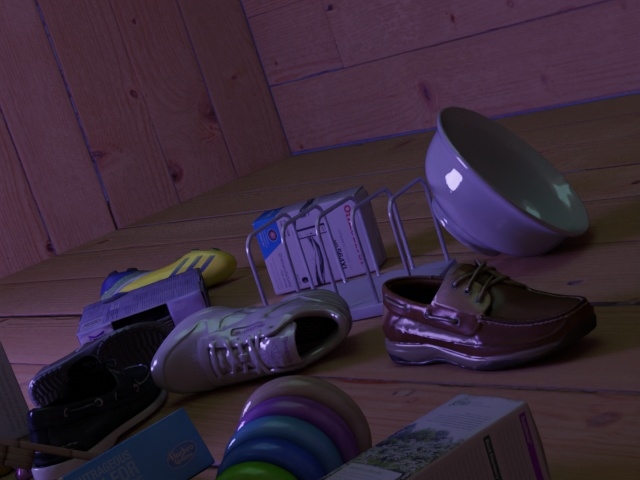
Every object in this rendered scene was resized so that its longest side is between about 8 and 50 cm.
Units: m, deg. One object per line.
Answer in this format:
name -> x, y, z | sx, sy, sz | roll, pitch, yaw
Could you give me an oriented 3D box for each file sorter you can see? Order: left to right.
file sorter -> 0.046, 0.023, 2.053 | 0.278, 0.173, 0.193 | -14, 11, 27

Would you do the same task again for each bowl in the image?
bowl -> 0.272, -0.069, 2.022 | 0.134, 0.298, 0.298 | -52, -5, 25

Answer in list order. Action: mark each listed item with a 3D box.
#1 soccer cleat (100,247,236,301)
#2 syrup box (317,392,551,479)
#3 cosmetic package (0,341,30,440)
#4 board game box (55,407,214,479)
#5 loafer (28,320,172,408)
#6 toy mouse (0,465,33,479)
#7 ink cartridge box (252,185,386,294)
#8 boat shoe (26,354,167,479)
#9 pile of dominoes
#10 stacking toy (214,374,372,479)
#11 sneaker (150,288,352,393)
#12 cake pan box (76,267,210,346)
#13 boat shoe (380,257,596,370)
soccer cleat -> -0.308, 0.097, 2.593 | 0.289, 0.093, 0.121 | -13, 41, 2
syrup box -> 0.086, 0.227, 1.117 | 0.237, 0.096, 0.093 | -25, 14, -33
cosmetic package -> -0.522, 0.244, 1.837 | 0.151, 0.151, 0.184 | -23, -1, -25
board game box -> -0.278, 0.286, 1.260 | 0.242, 0.064, 0.316 | -27, -6, -40
loafer -> -0.359, 0.194, 2.069 | 0.251, 0.094, 0.087 | -21, 15, -12
toy mouse -> -0.435, 0.317, 1.730 | 0.161, 0.031, 0.143 | -21, 11, -14
ink cartridge box -> 0.000, 0.000, 2.315 | 0.203, 0.148, 0.086 | -15, 10, 18
boat shoe -> -0.324, 0.222, 1.805 | 0.127, 0.113, 0.340 | -14, 11, 24
pile of dominoes -> -0.300, 0.265, 1.488 | 0.251, 0.040, 0.196 | 11, -12, -6
stacking toy -> -0.053, 0.255, 1.164 | 0.141, 0.141, 0.330 | -14, 16, 20
sneaker -> -0.099, 0.144, 1.821 | 0.305, 0.114, 0.152 | -19, 9, -4
cake pan box -> -0.330, 0.137, 2.401 | 0.246, 0.070, 0.267 | -21, 10, -4
boat shoe -> 0.190, 0.089, 1.598 | 0.324, 0.119, 0.123 | -7, 15, 47
